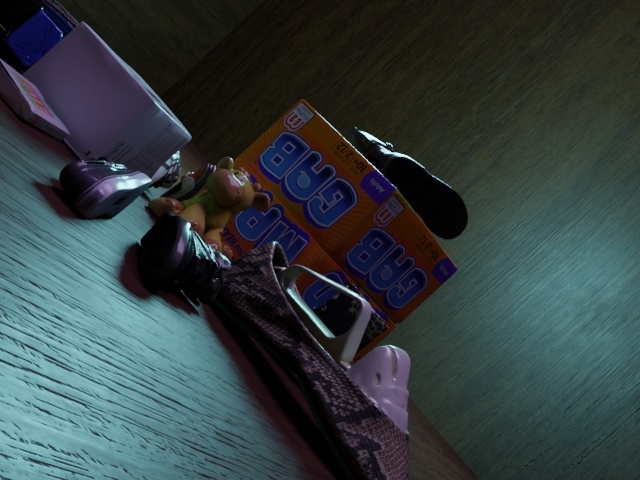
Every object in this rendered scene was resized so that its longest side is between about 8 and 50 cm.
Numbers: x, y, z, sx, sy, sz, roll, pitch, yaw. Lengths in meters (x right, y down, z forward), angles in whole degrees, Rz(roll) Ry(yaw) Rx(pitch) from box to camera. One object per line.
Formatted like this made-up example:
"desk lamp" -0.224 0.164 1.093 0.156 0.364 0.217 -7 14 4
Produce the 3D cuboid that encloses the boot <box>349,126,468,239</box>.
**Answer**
"boot" 0.184 -0.129 1.990 0.263 0.091 0.229 44 3 -25

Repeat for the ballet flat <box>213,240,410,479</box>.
"ballet flat" 0.015 0.166 1.380 0.483 0.182 0.164 49 1 35

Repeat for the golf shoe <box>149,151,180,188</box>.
"golf shoe" -0.299 -0.130 1.778 0.198 0.077 0.093 -71 146 -59

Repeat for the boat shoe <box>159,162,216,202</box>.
"boat shoe" -0.257 -0.106 1.835 0.043 0.137 0.049 39 26 -23

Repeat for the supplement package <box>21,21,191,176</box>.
"supplement package" -0.351 -0.215 1.568 0.194 0.149 0.203 48 0 12

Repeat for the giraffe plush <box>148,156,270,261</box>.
"giraffe plush" -0.189 -0.061 1.739 0.181 0.170 0.210 47 1 -10

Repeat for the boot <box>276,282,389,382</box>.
"boot" -0.019 0.123 1.594 0.236 0.179 0.085 49 1 12

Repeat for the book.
"book" -0.426 -0.200 1.386 0.096 0.035 0.144 52 0 8

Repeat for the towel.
"towel" -0.570 -0.439 1.782 0.370 0.040 0.271 45 -22 -9

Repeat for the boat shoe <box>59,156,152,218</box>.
"boat shoe" -0.288 -0.077 1.254 0.076 0.080 0.228 49 9 -1

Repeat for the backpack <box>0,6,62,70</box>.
"backpack" -0.504 -0.341 1.660 0.101 0.098 0.120 57 -16 -24

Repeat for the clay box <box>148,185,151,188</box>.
"clay box" -0.386 -0.192 1.866 0.222 0.053 0.127 48 3 -40

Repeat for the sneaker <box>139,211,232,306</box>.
"sneaker" -0.174 0.032 1.275 0.130 0.087 0.227 41 -3 -13

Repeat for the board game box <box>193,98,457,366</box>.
"board game box" 0.000 0.000 2.015 0.356 0.356 0.356 49 2 39
